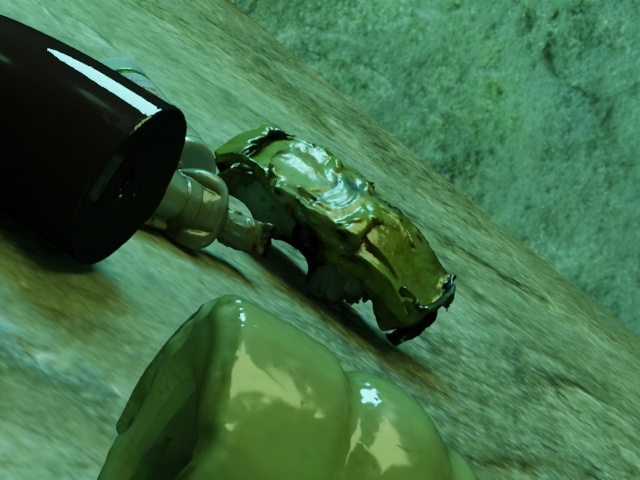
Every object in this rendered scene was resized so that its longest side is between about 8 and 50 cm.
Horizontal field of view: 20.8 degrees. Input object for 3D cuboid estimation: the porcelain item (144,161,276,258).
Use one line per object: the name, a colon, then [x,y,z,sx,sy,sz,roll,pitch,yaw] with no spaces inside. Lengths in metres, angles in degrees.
porcelain item: [-0.130,-0.037,1.633,0.213,0.084,0.054,28,-12,-41]

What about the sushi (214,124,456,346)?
sushi: [0.003,-0.005,1.806,0.291,0.131,0.139,45,35,6]

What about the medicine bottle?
medicine bottle: [-0.177,-0.105,1.726,0.086,0.086,0.183,26,15,-41]

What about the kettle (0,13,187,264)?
kettle: [-0.233,-0.101,1.412,0.232,0.144,0.202,34,3,15]

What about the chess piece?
chess piece: [0.091,0.200,1.012,0.442,0.234,0.234,28,13,-16]
